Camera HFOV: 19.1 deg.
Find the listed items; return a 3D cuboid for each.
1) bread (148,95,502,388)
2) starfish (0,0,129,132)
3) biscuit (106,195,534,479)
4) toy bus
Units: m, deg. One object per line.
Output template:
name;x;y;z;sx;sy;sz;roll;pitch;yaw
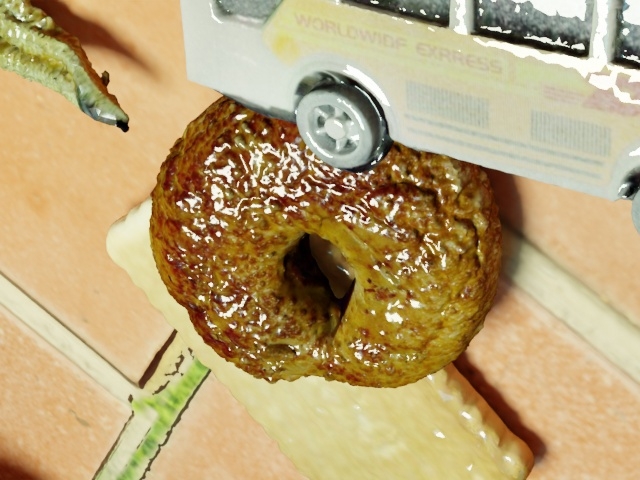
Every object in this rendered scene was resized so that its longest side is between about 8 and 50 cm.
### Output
bread;0.000;0.000;0.958;0.193;0.064;0.193;9;121;16
starfish;-0.271;-0.174;1.024;0.347;0.078;0.358;2;139;47
biscuit;-0.002;0.059;1.068;0.249;0.030;0.160;49;139;-8
toy bus;0.098;-0.087;0.801;0.342;0.097;0.138;18;133;26
